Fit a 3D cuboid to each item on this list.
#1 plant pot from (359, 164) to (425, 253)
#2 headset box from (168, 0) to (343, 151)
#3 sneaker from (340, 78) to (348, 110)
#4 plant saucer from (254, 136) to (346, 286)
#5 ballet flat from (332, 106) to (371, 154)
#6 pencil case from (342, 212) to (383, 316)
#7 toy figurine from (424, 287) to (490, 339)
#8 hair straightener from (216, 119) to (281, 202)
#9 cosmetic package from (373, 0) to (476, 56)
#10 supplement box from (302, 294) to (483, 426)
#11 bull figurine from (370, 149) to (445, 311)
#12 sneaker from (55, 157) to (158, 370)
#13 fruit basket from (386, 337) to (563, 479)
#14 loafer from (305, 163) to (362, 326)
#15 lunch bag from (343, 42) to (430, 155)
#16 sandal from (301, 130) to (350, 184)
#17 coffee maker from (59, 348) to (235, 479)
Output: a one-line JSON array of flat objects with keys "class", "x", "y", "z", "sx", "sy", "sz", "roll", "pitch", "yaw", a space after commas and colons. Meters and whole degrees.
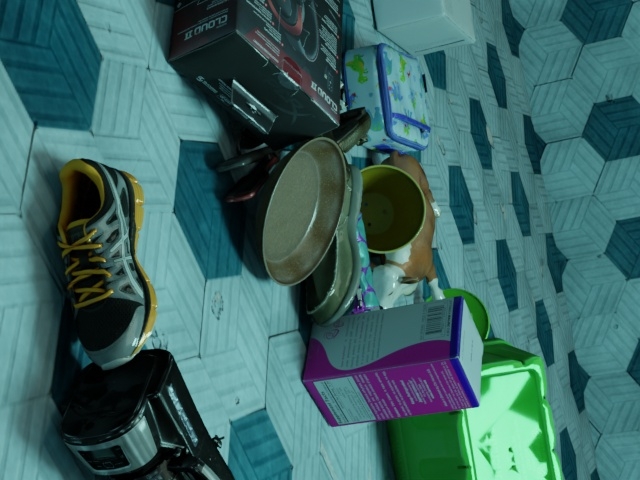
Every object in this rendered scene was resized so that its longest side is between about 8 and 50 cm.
[{"class": "plant pot", "x": 0.087, "y": -0.044, "z": 1.980, "sx": 0.095, "sy": 0.134, "sz": 0.134, "roll": 149, "pitch": -68, "yaw": -82}, {"class": "headset box", "x": -0.074, "y": -0.272, "z": 1.613, "sx": 0.218, "sy": 0.110, "sz": 0.293, "roll": 38, "pitch": 44, "yaw": -44}, {"class": "sneaker", "x": 0.017, "y": -0.248, "z": 1.990, "sx": 0.040, "sy": 0.043, "sz": 0.109, "roll": 9, "pitch": 70, "yaw": -66}, {"class": "plant saucer", "x": -0.031, "y": -0.040, "z": 1.653, "sx": 0.198, "sy": 0.036, "sz": 0.199, "roll": -39, "pitch": 138, "yaw": -46}, {"class": "ballet flat", "x": 0.034, "y": -0.150, "z": 1.940, "sx": 0.250, "sy": 0.084, "sz": 0.058, "roll": -56, "pitch": 131, "yaw": -70}, {"class": "pencil case", "x": 0.045, "y": 0.036, "z": 1.885, "sx": 0.070, "sy": 0.064, "sz": 0.152, "roll": 168, "pitch": -90, "yaw": -83}, {"class": "toy figurine", "x": 0.239, "y": 0.188, "z": 2.286, "sx": 0.159, "sy": 0.130, "sz": 0.173, "roll": 52, "pitch": 54, "yaw": -68}, {"class": "hair straightener", "x": -0.082, "y": -0.122, "z": 1.653, "sx": 0.230, "sy": 0.047, "sz": 0.089, "roll": -48, "pitch": 125, "yaw": -64}, {"class": "cosmetic package", "x": 0.186, "y": -0.489, "z": 2.423, "sx": 0.224, "sy": 0.138, "sz": 0.224, "roll": 15, "pitch": 66, "yaw": -69}, {"class": "supplement box", "x": 0.100, "y": 0.166, "z": 1.744, "sx": 0.111, "sy": 0.220, "sz": 0.114, "roll": -79, "pitch": 152, "yaw": -44}, {"class": "bull figurine", "x": 0.141, "y": 0.003, "z": 2.112, "sx": 0.188, "sy": 0.101, "sz": 0.310, "roll": 59, "pitch": 31, "yaw": -52}, {"class": "sneaker", "x": -0.211, "y": 0.019, "z": 1.206, "sx": 0.083, "sy": 0.084, "sz": 0.215, "roll": 40, "pitch": 33, "yaw": -56}, {"class": "fruit basket", "x": 0.234, "y": 0.346, "z": 2.063, "sx": 0.392, "sy": 0.282, "sz": 0.392, "roll": 174, "pitch": -90, "yaw": -68}, {"class": "loafer", "x": 0.000, "y": 0.000, "z": 1.784, "sx": 0.087, "sy": 0.094, "sz": 0.251, "roll": 19, "pitch": 57, "yaw": -27}, {"class": "lunch bag", "x": 0.117, "y": -0.234, "z": 2.186, "sx": 0.219, "sy": 0.090, "sz": 0.176, "roll": 12, "pitch": 72, "yaw": -67}, {"class": "sandal", "x": -0.021, "y": -0.154, "z": 1.798, "sx": 0.090, "sy": 0.060, "sz": 0.219, "roll": 18, "pitch": 42, "yaw": -49}, {"class": "coffee maker", "x": -0.163, "y": 0.193, "z": 1.218, "sx": 0.171, "sy": 0.120, "sz": 0.178, "roll": -112, "pitch": -179, "yaw": -62}]
